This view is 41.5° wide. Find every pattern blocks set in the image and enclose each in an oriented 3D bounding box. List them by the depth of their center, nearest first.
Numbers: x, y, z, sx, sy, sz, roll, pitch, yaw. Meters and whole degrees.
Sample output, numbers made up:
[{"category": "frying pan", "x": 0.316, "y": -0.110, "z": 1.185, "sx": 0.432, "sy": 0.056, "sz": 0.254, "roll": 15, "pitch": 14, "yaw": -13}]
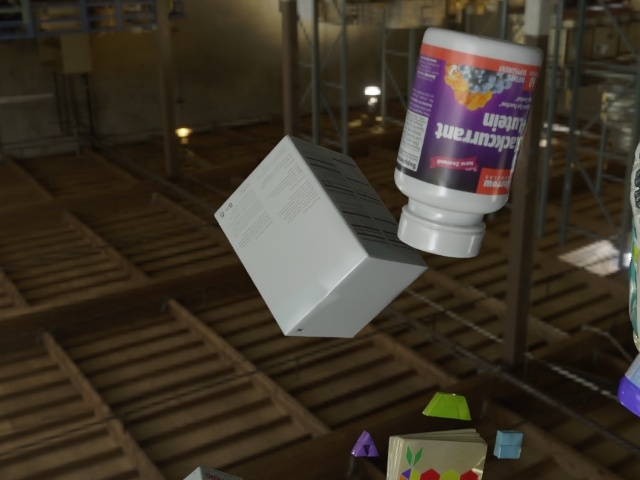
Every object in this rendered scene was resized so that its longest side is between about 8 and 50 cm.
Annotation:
[{"category": "pattern blocks set", "x": 0.189, "y": 0.394, "z": 1.416, "sx": 0.324, "sy": 0.286, "sz": 0.026, "roll": 18, "pitch": 179, "yaw": -23}]

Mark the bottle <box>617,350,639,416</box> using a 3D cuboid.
[{"category": "bottle", "x": 0.509, "y": 0.120, "z": 1.107, "sx": 0.118, "sy": 0.283, "sz": 0.092, "roll": 35, "pitch": -166, "yaw": 23}]

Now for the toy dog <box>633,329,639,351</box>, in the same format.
[{"category": "toy dog", "x": 0.741, "y": 0.315, "z": 1.665, "sx": 0.284, "sy": 0.396, "sz": 0.408, "roll": 11, "pitch": -131, "yaw": 4}]

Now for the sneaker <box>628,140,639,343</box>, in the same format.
[{"category": "sneaker", "x": 0.328, "y": -0.018, "z": 0.798, "sx": 0.106, "sy": 0.276, "sz": 0.110, "roll": 1, "pitch": -161, "yaw": 2}]

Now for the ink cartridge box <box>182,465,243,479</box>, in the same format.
[{"category": "ink cartridge box", "x": -0.191, "y": 0.532, "z": 1.599, "sx": 0.127, "sy": 0.072, "sz": 0.175, "roll": 31, "pitch": -155, "yaw": -38}]

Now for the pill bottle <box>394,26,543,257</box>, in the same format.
[{"category": "pill bottle", "x": 0.128, "y": -0.088, "z": 0.769, "sx": 0.108, "sy": 0.194, "sz": 0.108, "roll": 10, "pitch": -164, "yaw": -3}]

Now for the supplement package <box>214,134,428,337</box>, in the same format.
[{"category": "supplement package", "x": 0.000, "y": 0.000, "z": 1.420, "sx": 0.198, "sy": 0.199, "sz": 0.263, "roll": 11, "pitch": -140, "yaw": -54}]
